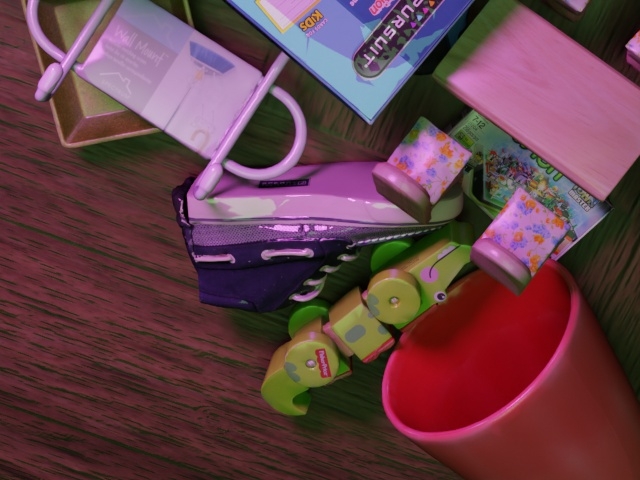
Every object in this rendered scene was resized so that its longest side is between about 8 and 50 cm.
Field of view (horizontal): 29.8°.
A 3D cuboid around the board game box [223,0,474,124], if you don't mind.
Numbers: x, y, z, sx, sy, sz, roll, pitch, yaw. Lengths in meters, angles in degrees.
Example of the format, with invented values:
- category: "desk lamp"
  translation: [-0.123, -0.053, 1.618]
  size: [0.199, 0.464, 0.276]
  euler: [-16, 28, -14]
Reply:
- category: "board game box"
  translation: [0.001, -0.320, 1.198]
  size: [0.336, 0.079, 0.253]
  euler: [40, 94, -9]

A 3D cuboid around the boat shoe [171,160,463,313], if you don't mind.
- category: "boat shoe"
  translation: [0.000, 0.000, 1.431]
  size: [0.341, 0.127, 0.158]
  euler: [1, 116, 11]

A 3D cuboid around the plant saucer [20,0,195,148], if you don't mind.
- category: "plant saucer"
  translation: [-0.230, -0.216, 1.395]
  size: [0.189, 0.045, 0.188]
  euler: [-10, 109, 7]

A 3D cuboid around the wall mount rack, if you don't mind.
- category: "wall mount rack"
  translation: [-0.135, -0.224, 1.297]
  size: [0.350, 0.130, 0.304]
  euler: [32, 90, -10]

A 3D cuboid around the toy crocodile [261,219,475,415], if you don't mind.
- category: "toy crocodile"
  translation: [0.056, 0.095, 1.456]
  size: [0.341, 0.115, 0.105]
  euler: [-38, 109, 17]

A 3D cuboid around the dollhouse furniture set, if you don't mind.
- category: "dollhouse furniture set"
  translation: [0.303, -0.104, 1.187]
  size: [0.394, 0.256, 0.362]
  euler: [38, 87, 9]

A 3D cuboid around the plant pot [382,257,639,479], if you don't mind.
- category: "plant pot"
  translation: [0.247, 0.196, 1.415]
  size: [0.275, 0.275, 0.243]
  euler: [-35, 116, 14]

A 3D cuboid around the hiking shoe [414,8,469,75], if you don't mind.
- category: "hiking shoe"
  translation: [0.112, -0.329, 1.323]
  size: [0.132, 0.113, 0.303]
  euler: [-6, 105, -27]

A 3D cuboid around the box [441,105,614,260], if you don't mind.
- category: "box"
  translation: [0.235, -0.074, 1.426]
  size: [0.207, 0.036, 0.114]
  euler: [42, 106, -11]
